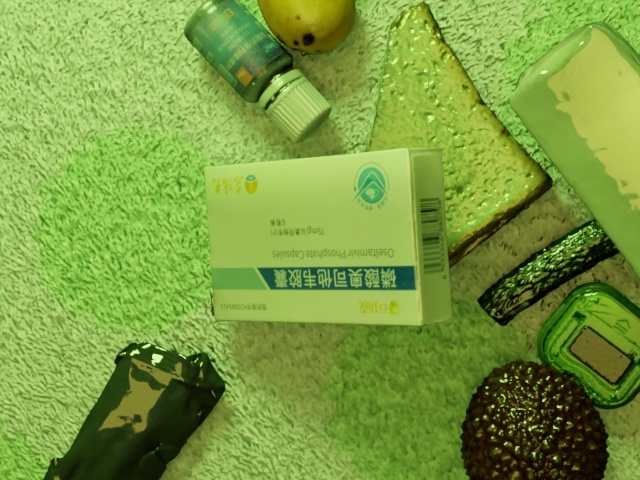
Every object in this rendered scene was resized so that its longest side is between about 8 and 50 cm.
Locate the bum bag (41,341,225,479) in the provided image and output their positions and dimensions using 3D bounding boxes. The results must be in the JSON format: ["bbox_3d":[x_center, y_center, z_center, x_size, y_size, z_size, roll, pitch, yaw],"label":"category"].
[{"bbox_3d":[-0.258,0.261,1.737,0.142,0.080,0.326,37,96,0],"label":"bum bag"}]

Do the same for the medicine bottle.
[{"bbox_3d":[-0.076,-0.213,1.667,0.083,0.083,0.203,-44,86,11],"label":"medicine bottle"}]

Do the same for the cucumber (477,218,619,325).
[{"bbox_3d":[0.277,0.036,1.621,0.187,0.058,0.058,-34,86,10],"label":"cucumber"}]

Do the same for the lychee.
[{"bbox_3d":[0.246,0.229,1.564,0.188,0.188,0.188,1,93,12],"label":"lychee"}]

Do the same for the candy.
[{"bbox_3d":[0.367,-0.080,1.522,0.145,0.208,0.359,-38,86,17],"label":"candy"}]

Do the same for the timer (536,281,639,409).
[{"bbox_3d":[0.339,0.128,1.617,0.140,0.047,0.128,39,100,7],"label":"timer"}]

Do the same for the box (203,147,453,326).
[{"bbox_3d":[0.000,0.000,1.586,0.343,0.065,0.200,-1,94,44],"label":"box"}]

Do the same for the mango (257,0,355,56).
[{"bbox_3d":[-0.024,-0.313,1.648,0.115,0.090,0.178,-20,86,2],"label":"mango"}]

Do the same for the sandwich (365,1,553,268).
[{"bbox_3d":[0.107,-0.105,1.626,0.254,0.099,0.288,-33,87,11],"label":"sandwich"}]
